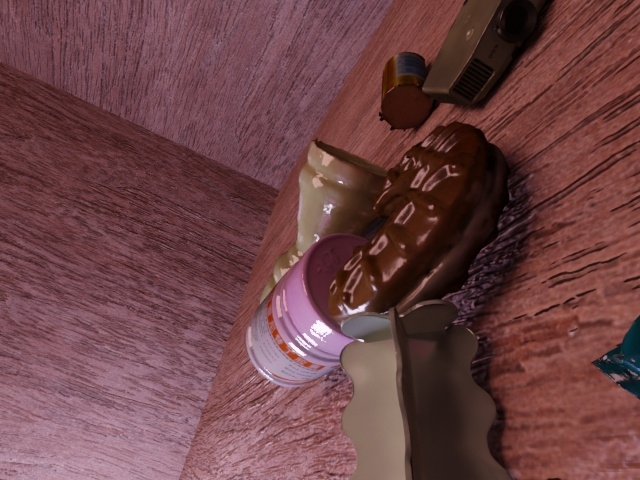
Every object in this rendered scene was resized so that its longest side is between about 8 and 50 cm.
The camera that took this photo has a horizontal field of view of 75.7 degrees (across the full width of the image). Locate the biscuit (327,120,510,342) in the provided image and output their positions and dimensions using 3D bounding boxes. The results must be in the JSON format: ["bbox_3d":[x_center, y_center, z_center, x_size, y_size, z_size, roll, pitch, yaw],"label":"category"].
[{"bbox_3d":[0.149,-0.036,0.601,0.268,0.115,0.366,-43,16,50],"label":"biscuit"}]

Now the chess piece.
[{"bbox_3d":[0.000,0.000,1.017,0.234,0.234,0.442,-101,33,-67],"label":"chess piece"}]

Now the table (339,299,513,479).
[{"bbox_3d":[0.102,0.188,0.441,0.166,0.166,0.198,-53,27,43],"label":"table"}]

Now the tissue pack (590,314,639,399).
[{"bbox_3d":[0.266,0.059,0.284,0.138,0.028,0.085,-59,18,10],"label":"tissue pack"}]

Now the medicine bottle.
[{"bbox_3d":[-0.006,0.145,0.787,0.316,0.202,0.202,-51,21,49],"label":"medicine bottle"}]

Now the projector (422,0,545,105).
[{"bbox_3d":[0.301,-0.374,0.728,0.270,0.088,0.193,-63,15,16],"label":"projector"}]

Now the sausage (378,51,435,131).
[{"bbox_3d":[0.213,-0.400,1.052,0.125,0.117,0.317,-37,27,34],"label":"sausage"}]
